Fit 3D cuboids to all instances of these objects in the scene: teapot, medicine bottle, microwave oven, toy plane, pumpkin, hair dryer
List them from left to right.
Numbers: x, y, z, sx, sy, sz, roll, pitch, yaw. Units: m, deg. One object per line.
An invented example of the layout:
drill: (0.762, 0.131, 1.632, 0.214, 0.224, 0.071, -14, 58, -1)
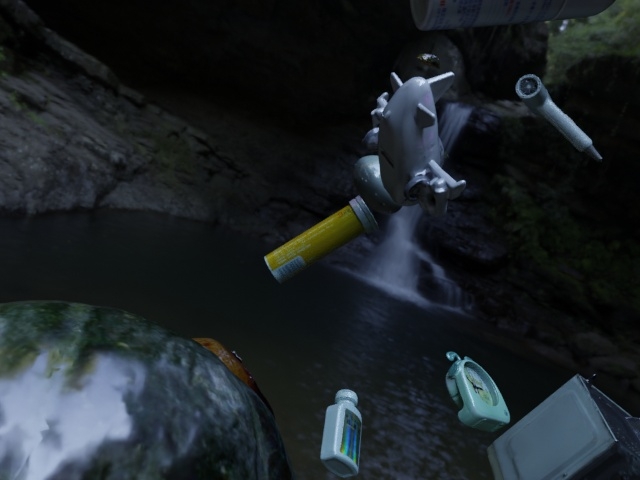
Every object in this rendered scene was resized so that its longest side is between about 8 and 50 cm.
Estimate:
pumpkin: (-0.241, 0.249, 0.478, 0.455, 0.454, 0.343, 19, 31, -19)
medicine bottle: (0.000, 0.000, 1.088, 0.073, 0.218, 0.074, 59, 3, -5)
medicine bottle: (0.063, 0.528, 1.592, 0.121, 0.083, 0.228, 49, 30, -28)
teapot: (0.220, -0.195, 1.565, 0.183, 0.251, 0.183, 51, 14, -17)
toy plane: (0.150, -0.155, 0.926, 0.118, 0.251, 0.252, -20, 16, -13)
pumpkin: (0.288, -0.477, 1.502, 0.050, 0.028, 0.083, 34, 22, 33)
medicine bottle: (0.327, -0.423, 0.934, 0.342, 0.130, 0.130, -6, 7, -5)
hair dryer: (0.418, -0.200, 0.977, 0.183, 0.044, 0.155, 52, 24, 20)
microwave oven: (0.539, 0.478, 1.055, 0.355, 0.286, 0.218, 38, 20, -11)

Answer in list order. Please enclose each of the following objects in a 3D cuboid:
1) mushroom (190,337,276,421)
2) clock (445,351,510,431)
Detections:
mushroom: (-0.240, 0.355, 1.106, 0.260, 0.345, 0.346, -20, 31, -38)
clock: (0.356, 0.348, 1.332, 0.148, 0.060, 0.188, 25, 33, -33)
